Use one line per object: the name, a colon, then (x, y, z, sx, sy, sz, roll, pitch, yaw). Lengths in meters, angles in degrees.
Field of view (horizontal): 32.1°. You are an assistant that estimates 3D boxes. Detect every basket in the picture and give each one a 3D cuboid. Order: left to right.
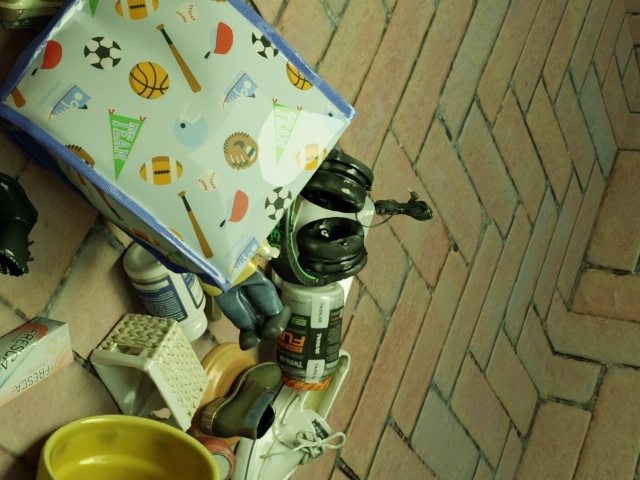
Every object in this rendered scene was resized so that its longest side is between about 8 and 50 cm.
basket: (-0.256, 0.202, 1.705, 0.103, 0.113, 0.167, -61, 145, -38)

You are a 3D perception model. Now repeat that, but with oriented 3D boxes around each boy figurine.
boy figurine: (-0.154, 0.036, 1.782, 0.285, 0.177, 0.092, 58, 23, -25)

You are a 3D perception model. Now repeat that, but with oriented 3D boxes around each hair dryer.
hair dryer: (-0.216, 0.411, 1.770, 0.080, 0.223, 0.293, 35, 28, -16)

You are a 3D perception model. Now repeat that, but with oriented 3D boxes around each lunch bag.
lunch bag: (-0.208, -0.176, 1.495, 0.385, 0.239, 0.327, 41, 75, -28)

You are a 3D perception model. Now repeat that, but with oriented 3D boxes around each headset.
headset: (0.049, -0.043, 1.999, 0.394, 0.185, 0.243, -10, 107, -60)

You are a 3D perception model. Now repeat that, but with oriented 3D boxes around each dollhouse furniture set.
dollhouse furniture set: (-0.145, 0.081, 1.891, 0.091, 0.081, 0.114, -17, 113, -57)

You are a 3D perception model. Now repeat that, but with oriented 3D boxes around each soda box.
soda box: (-0.412, 0.167, 1.477, 0.183, 0.058, 0.063, -35, 128, -52)

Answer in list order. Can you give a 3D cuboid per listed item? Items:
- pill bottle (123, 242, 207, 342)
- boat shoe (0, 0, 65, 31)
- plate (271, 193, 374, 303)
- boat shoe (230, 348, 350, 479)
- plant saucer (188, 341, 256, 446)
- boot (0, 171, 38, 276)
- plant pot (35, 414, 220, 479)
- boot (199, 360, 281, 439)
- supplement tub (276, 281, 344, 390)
pill bottle: (-0.234, 0.079, 1.723, 0.094, 0.094, 0.169, -56, 142, -37)
boat shoe: (-0.362, -0.296, 1.449, 0.152, 0.056, 0.049, -13, 120, -55)
plate: (0.000, 0.000, 2.156, 0.278, 0.045, 0.277, 42, 62, -56)
boat shoe: (-0.032, 0.356, 2.086, 0.367, 0.157, 0.136, -62, 145, -30)
plant saucer: (-0.162, 0.280, 1.961, 0.200, 0.037, 0.199, -22, 116, -56)
boot: (-0.404, -0.018, 1.428, 0.121, 0.045, 0.099, 65, 25, -53)
plant pot: (-0.291, 0.416, 1.592, 0.254, 0.254, 0.239, -18, 127, -57)
boot: (-0.103, 0.282, 1.918, 0.219, 0.106, 0.082, -38, 130, -50)
supplement tub: (-0.020, 0.170, 2.023, 0.117, 0.117, 0.190, -19, 118, -57)
